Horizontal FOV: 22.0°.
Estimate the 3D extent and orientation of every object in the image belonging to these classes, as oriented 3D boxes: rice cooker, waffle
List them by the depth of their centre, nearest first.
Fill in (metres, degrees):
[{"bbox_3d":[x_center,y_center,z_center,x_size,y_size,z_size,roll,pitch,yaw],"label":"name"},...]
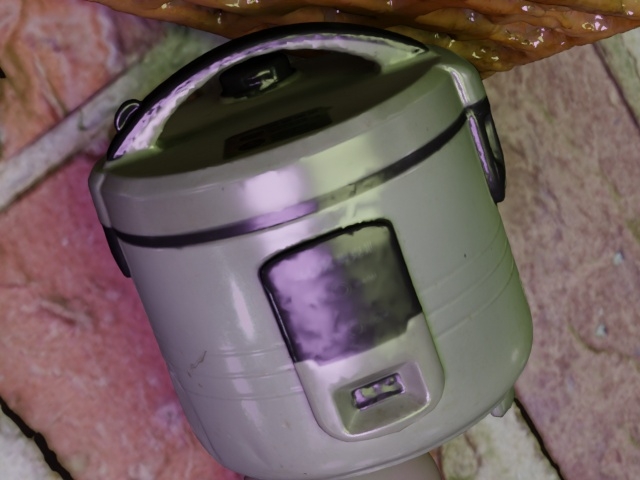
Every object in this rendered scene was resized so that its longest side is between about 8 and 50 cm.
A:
[{"bbox_3d":[0.000,0.000,0.926,0.226,0.226,0.244,-27,107,-29],"label":"rice cooker"},{"bbox_3d":[0.020,-0.170,0.926,0.328,0.224,0.098,12,78,-33],"label":"waffle"}]

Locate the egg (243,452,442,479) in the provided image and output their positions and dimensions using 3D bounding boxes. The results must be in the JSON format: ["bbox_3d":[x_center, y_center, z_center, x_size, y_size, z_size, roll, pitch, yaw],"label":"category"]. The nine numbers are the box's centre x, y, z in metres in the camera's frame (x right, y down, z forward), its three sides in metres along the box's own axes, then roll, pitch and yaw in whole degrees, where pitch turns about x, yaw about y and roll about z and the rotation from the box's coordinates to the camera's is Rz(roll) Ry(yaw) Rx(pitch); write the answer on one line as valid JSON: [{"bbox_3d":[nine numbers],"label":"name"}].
[{"bbox_3d":[0.014,0.159,1.018,0.135,0.103,0.103,-4,96,-35],"label":"egg"}]
